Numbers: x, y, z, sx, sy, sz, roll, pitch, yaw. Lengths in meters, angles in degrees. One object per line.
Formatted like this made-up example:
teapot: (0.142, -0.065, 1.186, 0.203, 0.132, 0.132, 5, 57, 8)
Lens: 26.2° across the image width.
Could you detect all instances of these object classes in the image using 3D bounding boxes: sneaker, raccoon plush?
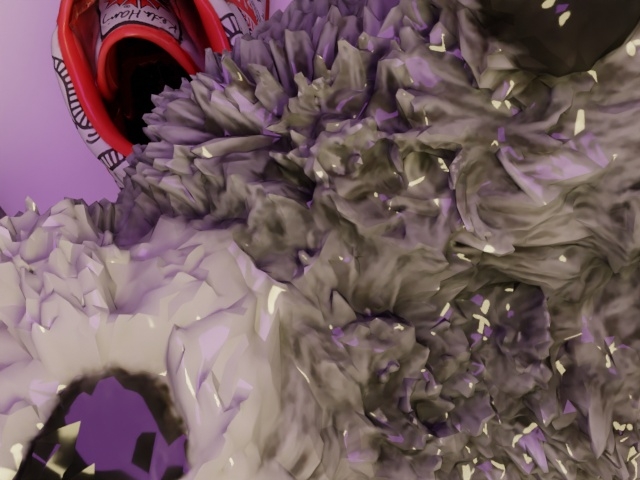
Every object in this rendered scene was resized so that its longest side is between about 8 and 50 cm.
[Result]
sneaker: (-0.073, -0.122, 0.641, 0.090, 0.145, 0.270, -13, 68, 3)
raccoon plush: (0.000, 0.000, 0.508, 0.299, 0.446, 0.216, -24, 104, 11)

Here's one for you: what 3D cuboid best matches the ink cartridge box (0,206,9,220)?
ink cartridge box: (-0.209, -0.023, 0.622, 0.086, 0.148, 0.203, -40, 68, -6)
